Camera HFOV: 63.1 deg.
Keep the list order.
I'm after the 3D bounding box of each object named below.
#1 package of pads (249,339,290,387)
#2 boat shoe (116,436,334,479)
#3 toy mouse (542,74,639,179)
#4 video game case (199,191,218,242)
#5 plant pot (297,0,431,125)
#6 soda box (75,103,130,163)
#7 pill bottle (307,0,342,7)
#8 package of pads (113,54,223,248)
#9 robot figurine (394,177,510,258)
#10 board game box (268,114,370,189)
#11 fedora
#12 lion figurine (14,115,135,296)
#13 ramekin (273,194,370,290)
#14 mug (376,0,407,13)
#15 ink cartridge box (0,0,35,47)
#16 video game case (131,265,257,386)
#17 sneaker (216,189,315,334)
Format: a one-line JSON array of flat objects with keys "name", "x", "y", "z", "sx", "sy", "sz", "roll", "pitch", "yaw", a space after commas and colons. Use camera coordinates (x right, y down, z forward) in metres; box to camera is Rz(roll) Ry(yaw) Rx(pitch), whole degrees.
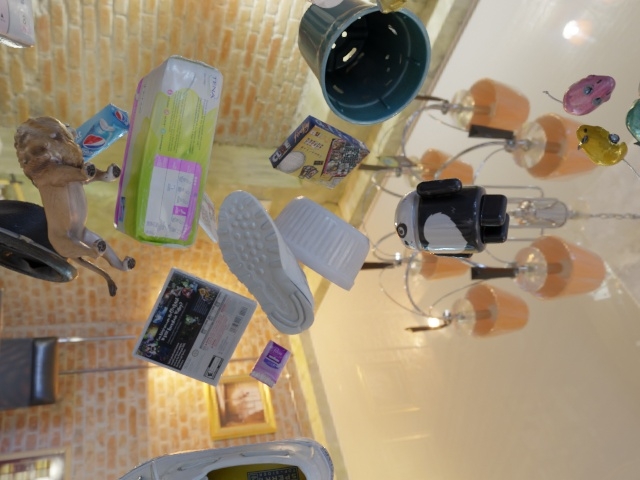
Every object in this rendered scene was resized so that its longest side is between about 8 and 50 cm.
[{"name": "package of pads", "x": -0.091, "y": 0.227, "z": 0.957, "sx": 0.032, "sy": 0.050, "sz": 0.083, "roll": -58, "pitch": 180, "yaw": 34}, {"name": "boat shoe", "x": -0.169, "y": 0.356, "z": 0.698, "sx": 0.156, "sy": 0.367, "sz": 0.136, "roll": 47, "pitch": 31, "yaw": -72}, {"name": "toy mouse", "x": 0.320, "y": -0.136, "z": 0.573, "sx": 0.161, "sy": 0.031, "sz": 0.143, "roll": 43, "pitch": -16, "yaw": 17}, {"name": "video game case", "x": -0.354, "y": -0.089, "z": 1.605, "sx": 0.157, "sy": 0.019, "sz": 0.143, "roll": 69, "pitch": 7, "yaw": -61}, {"name": "plant pot", "x": 0.098, "y": -0.575, "z": 1.576, "sx": 0.334, "sy": 0.341, "sz": 0.341, "roll": 58, "pitch": -39, "yaw": 46}, {"name": "soda box", "x": -0.668, "y": -0.317, "z": 1.560, "sx": 0.210, "sy": 0.067, "sz": 0.071, "roll": -27, "pitch": -113, "yaw": 22}, {"name": "pill bottle", "x": -0.014, "y": -0.598, "z": 1.142, "sx": 0.124, "sy": 0.124, "sz": 0.222, "roll": 111, "pitch": -31, "yaw": -41}, {"name": "package of pads", "x": -0.263, "y": -0.143, "z": 0.878, "sx": 0.229, "sy": 0.101, "sz": 0.297, "roll": 12, "pitch": -88, "yaw": 59}, {"name": "robot figurine", "x": 0.323, "y": -0.050, "z": 1.308, "sx": 0.278, "sy": 0.173, "sz": 0.209, "roll": 0, "pitch": -84, "yaw": 27}, {"name": "board game box", "x": 0.002, "y": -0.230, "z": 1.410, "sx": 0.165, "sy": 0.243, "sz": 0.042, "roll": -42, "pitch": -122, "yaw": 25}, {"name": "fedora", "x": -0.817, "y": -0.012, "z": 1.451, "sx": 0.334, "sy": 0.334, "sz": 0.153, "roll": -45, "pitch": -155, "yaw": 59}, {"name": "lion figurine", "x": -0.557, "y": -0.074, "z": 1.157, "sx": 0.142, "sy": 0.240, "sz": 0.392, "roll": -27, "pitch": 120, "yaw": -66}, {"name": "ramekin", "x": 0.000, "y": 0.000, "z": 1.026, "sx": 0.109, "sy": 0.207, "sz": 0.207, "roll": -57, "pitch": -154, "yaw": -1}, {"name": "mug", "x": 0.178, "y": -0.605, "z": 1.307, "sx": 0.062, "sy": 0.064, "sz": 0.078, "roll": 60, "pitch": 0, "yaw": -18}, {"name": "ink cartridge box", "x": -0.514, "y": -0.431, "z": 0.785, "sx": 0.189, "sy": 0.066, "sz": 0.232, "roll": -82, "pitch": 175, "yaw": -82}, {"name": "video game case", "x": -0.236, "y": 0.165, "z": 0.982, "sx": 0.190, "sy": 0.173, "sz": 0.022, "roll": -62, "pitch": -166, "yaw": 11}, {"name": "sneaker", "x": -0.079, "y": 0.029, "z": 0.793, "sx": 0.095, "sy": 0.090, "sz": 0.235, "roll": -70, "pitch": 138, "yaw": -67}]
